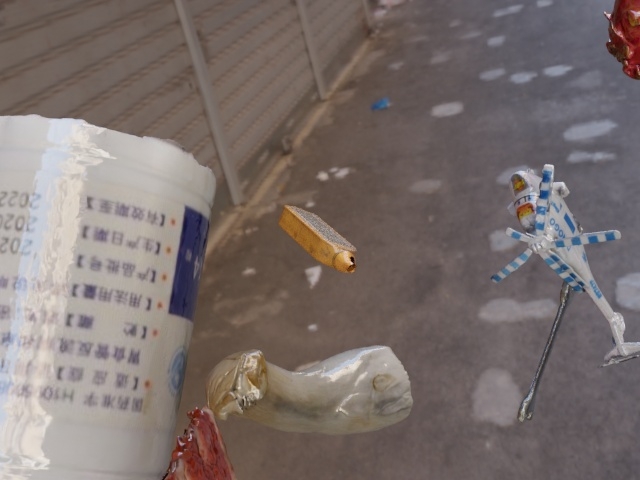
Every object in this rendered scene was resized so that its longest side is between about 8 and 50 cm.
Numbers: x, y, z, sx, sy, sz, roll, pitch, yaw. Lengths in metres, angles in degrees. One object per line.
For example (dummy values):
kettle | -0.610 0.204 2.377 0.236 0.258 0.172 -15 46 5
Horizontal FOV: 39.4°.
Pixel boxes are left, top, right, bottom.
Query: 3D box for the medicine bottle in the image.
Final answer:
medicine bottle | -0.193 0.094 0.642 0.190 0.332 0.190 8 -12 2

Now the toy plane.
toy plane | 0.327 0.023 1.124 0.182 0.273 0.107 -49 6 44

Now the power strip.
power strip | 0.000 0.000 1.053 0.049 0.028 0.178 18 12 -29

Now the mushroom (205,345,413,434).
mushroom | -0.013 0.155 0.912 0.223 0.092 0.081 5 34 -29

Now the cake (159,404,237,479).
cake | -0.100 0.235 0.476 0.160 0.262 0.158 -15 8 7

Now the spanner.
spanner | 0.360 0.172 1.415 0.015 0.054 0.254 15 73 30

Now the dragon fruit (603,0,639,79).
dragon fruit | 0.384 -0.251 0.962 0.136 0.166 0.133 30 27 19
